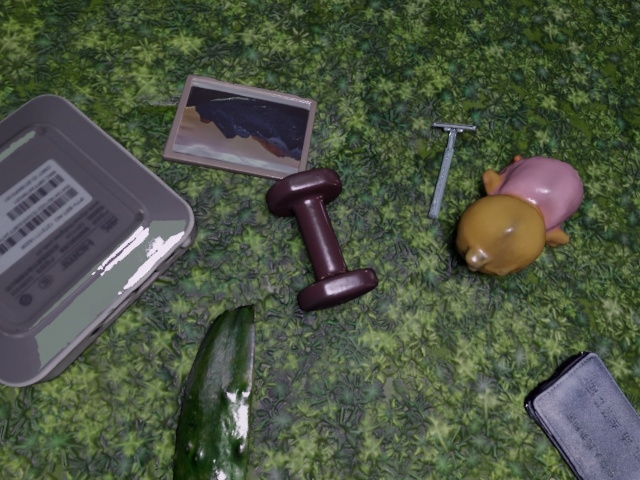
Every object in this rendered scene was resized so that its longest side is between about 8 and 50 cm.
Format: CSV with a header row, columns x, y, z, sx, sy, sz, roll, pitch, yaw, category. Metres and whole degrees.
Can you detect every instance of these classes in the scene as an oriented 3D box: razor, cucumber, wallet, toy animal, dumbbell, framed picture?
x,y,z,sx,sy,sz,roll,pitch,yaw,category
0.247,-0.140,0.816,0.084,0.036,0.211,12,78,21,razor
-0.154,0.245,0.603,0.105,0.145,0.325,9,69,-12,cucumber
0.475,0.324,0.706,0.167,0.036,0.222,-30,80,-14,wallet
0.344,-0.037,0.724,0.281,0.169,0.195,-40,80,-17,toy animal
0.000,0.000,0.692,0.140,0.124,0.225,-15,76,-11,dumbbell
-0.149,-0.218,0.792,0.265,0.018,0.192,9,72,-4,framed picture

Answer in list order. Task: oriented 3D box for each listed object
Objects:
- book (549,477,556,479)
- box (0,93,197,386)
x,y,z,sx,sy,sz,roll,pitch,yaw,category
0.402,0.463,0.668,0.077,0.014,0.111,-42,83,-16,book
-0.445,-0.016,0.658,0.373,0.090,0.367,39,74,6,box
